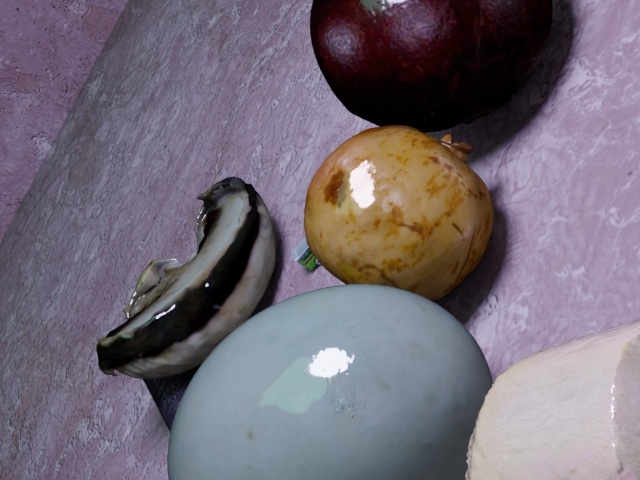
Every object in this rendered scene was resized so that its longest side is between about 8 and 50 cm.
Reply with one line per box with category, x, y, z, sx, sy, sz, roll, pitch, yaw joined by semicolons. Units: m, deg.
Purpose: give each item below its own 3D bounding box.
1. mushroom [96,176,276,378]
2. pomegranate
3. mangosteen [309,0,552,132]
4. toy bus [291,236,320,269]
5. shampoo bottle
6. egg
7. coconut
mushroom;-0.175;0.067;1.709;0.247;0.130;0.344;-23;28;42
pomegranate;0.088;-0.034;1.331;0.215;0.215;0.215;-39;36;36
mangosteen;0.118;-0.268;1.403;0.297;0.293;0.297;-34;30;23
toy bus;0.000;0.000;1.623;0.083;0.037;0.031;-49;31;21
shampoo bottle;-0.176;0.227;1.674;0.098;0.071;0.309;-57;29;7
egg;0.004;0.193;1.196;0.389;0.276;0.276;-35;38;36
coconut;0.250;0.168;0.871;0.244;0.239;0.239;-26;44;45
